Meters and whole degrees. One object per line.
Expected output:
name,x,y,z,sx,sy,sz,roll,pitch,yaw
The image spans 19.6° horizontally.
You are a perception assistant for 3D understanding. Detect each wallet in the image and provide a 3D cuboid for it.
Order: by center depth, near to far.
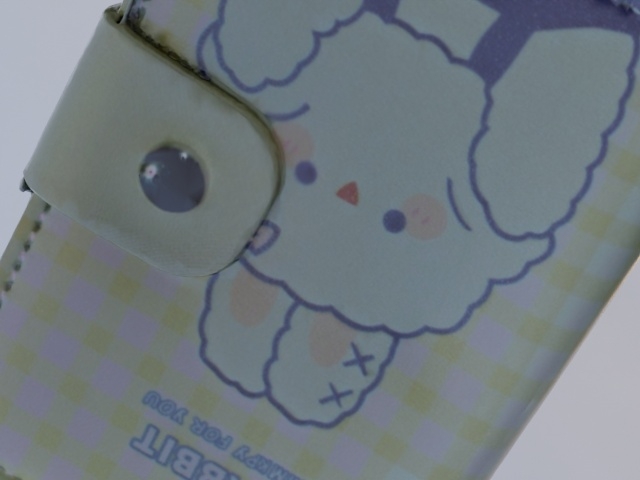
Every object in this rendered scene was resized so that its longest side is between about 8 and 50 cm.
wallet,0.000,0.000,0.698,0.223,0.309,0.077,32,-156,6
